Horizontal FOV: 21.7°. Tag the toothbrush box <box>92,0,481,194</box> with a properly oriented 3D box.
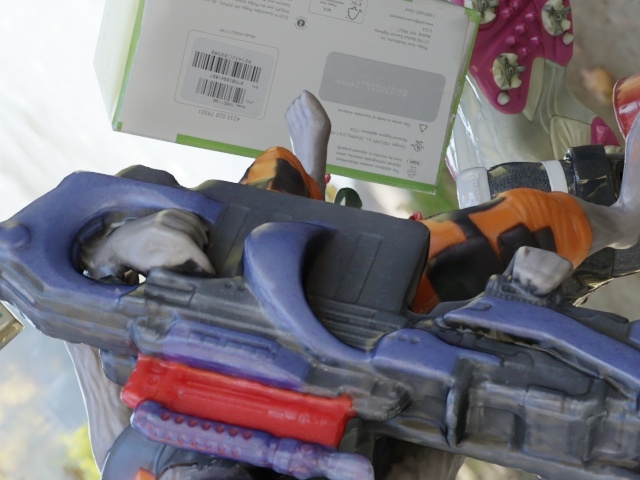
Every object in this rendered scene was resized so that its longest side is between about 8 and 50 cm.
[{"bbox_3d":[-0.036,-0.132,1.118,0.206,0.122,0.283,11,-167,-13],"label":"toothbrush box"}]

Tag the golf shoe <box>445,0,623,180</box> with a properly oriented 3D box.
[{"bbox_3d":[0.123,-0.108,1.217,0.140,0.115,0.306,1,118,52],"label":"golf shoe"}]

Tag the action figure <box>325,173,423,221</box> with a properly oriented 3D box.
[{"bbox_3d":[0.053,0.022,1.527,0.091,0.139,0.280,2,159,18],"label":"action figure"}]

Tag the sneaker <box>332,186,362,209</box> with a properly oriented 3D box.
[{"bbox_3d":[0.000,0.000,1.068,0.035,0.083,0.031,30,-151,20],"label":"sneaker"}]

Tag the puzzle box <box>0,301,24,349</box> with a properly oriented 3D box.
[{"bbox_3d":[-0.543,0.037,1.755,0.409,0.272,0.052,46,172,13],"label":"puzzle box"}]

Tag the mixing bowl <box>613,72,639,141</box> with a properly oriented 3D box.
[{"bbox_3d":[0.371,-0.104,1.570,0.181,0.098,0.181,31,-141,-29],"label":"mixing bowl"}]

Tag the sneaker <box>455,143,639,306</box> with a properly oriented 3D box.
[{"bbox_3d":[0.152,0.014,0.957,0.217,0.121,0.079,57,-155,-67],"label":"sneaker"}]

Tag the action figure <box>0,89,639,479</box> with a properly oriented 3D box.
[{"bbox_3d":[0.046,0.058,0.676,0.341,0.330,0.178,17,128,20],"label":"action figure"}]
